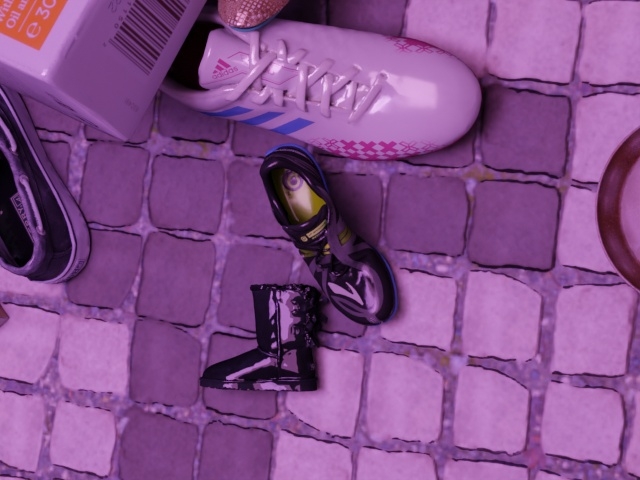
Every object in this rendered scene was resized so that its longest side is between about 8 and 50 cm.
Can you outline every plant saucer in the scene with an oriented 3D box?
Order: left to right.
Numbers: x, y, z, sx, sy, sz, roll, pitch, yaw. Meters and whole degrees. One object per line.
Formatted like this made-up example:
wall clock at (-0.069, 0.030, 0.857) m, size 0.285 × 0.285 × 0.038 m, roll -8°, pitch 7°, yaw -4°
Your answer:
plant saucer at (0.315, -0.027, 1.651) m, size 0.168 × 0.029 × 0.168 m, roll -2°, pitch 86°, yaw 24°

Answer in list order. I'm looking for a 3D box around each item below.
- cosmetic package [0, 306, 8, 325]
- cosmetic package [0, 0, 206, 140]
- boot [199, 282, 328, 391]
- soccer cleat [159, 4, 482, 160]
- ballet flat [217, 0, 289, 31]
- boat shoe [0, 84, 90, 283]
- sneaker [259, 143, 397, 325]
cosmetic package at (-0.370, 0.052, 1.961) m, size 0.060 × 0.041 × 0.115 m, roll -42°, pitch 71°, yaw 17°
cosmetic package at (-0.323, -0.289, 1.754) m, size 0.453 × 0.161 × 0.230 m, roll 25°, pitch 83°, yaw 27°
boot at (-0.053, 0.089, 1.808) m, size 0.121 × 0.045 × 0.099 m, roll -1°, pitch 89°, yaw 18°
soccer cleat at (-0.025, -0.142, 1.755) m, size 0.331 × 0.143 × 0.116 m, roll 11°, pitch 92°, yaw 25°
ballet flat at (-0.034, -0.272, 1.747) m, size 0.073 × 0.067 × 0.206 m, roll 18°, pitch 52°, yaw 16°
boat shoe at (-0.341, -0.084, 1.922) m, size 0.108 × 0.102 × 0.301 m, roll -38°, pitch 72°, yaw 18°
sneaker at (0.000, 0.000, 1.763) m, size 0.067 × 0.078 × 0.188 m, roll -33°, pitch 89°, yaw 19°
